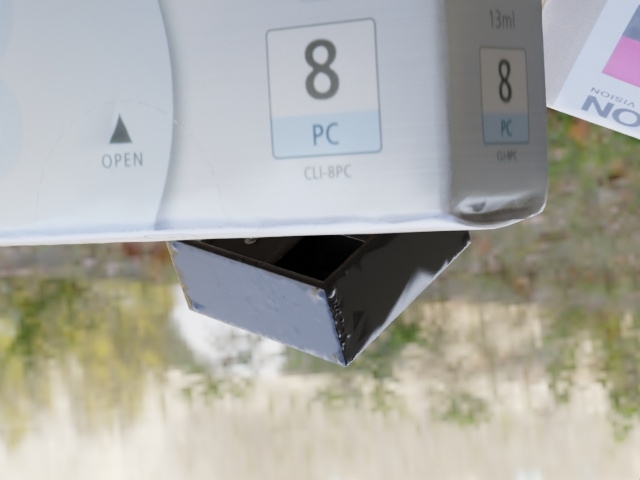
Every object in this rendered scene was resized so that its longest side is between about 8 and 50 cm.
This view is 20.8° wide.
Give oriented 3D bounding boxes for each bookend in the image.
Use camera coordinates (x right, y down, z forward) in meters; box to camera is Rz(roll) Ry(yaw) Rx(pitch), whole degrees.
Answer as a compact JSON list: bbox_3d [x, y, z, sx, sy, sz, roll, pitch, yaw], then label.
[{"bbox_3d":[0.000,0.000,1.280,0.156,0.072,0.157,18,-134,38],"label":"bookend"}]

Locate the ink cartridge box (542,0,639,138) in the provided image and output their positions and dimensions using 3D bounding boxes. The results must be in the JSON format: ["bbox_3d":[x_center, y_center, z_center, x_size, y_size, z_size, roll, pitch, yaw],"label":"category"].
[{"bbox_3d":[0.219,-0.104,0.798,0.234,0.088,0.193,19,158,2],"label":"ink cartridge box"}]

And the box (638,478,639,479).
[{"bbox_3d":[0.279,0.251,1.336,0.102,0.101,0.087,13,-137,42],"label":"box"}]

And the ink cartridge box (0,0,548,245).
[{"bbox_3d":[-0.065,-0.192,0.735,0.308,0.385,0.091,-2,-177,36],"label":"ink cartridge box"}]
